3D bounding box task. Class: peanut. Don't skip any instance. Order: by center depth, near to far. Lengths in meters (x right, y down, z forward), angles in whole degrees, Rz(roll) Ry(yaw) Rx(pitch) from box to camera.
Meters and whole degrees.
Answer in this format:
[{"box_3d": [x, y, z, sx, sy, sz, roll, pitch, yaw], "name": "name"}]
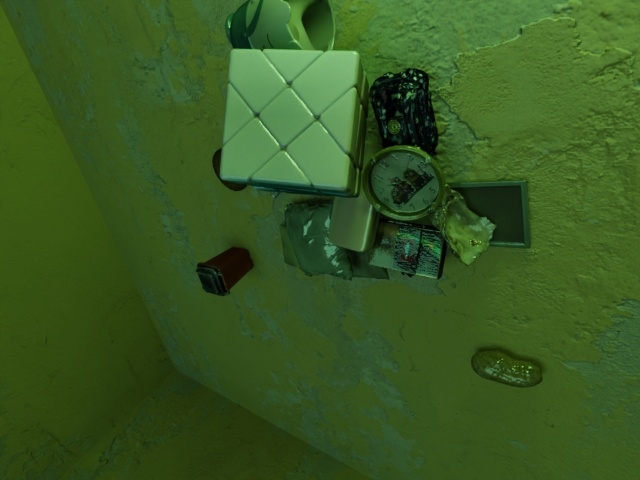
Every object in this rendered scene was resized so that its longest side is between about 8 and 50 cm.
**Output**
[{"box_3d": [0.628, 0.435, 1.375, 0.225, 0.095, 0.108, 10, 124, 32], "name": "peanut"}]

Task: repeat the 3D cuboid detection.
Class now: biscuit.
[{"box_3d": [-0.371, -0.291, 1.672, 0.187, 0.027, 0.188, 21, 133, 24], "name": "biscuit"}, {"box_3d": [-0.106, 0.025, 1.692, 0.121, 0.040, 0.200, 19, 130, 30], "name": "biscuit"}]

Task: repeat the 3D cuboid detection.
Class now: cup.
[{"box_3d": [-0.089, -0.552, 1.132, 0.257, 0.220, 0.289, 1, 154, 39], "name": "cup"}]

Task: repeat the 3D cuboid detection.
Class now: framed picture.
[{"box_3d": [0.460, -0.076, 1.180, 0.274, 0.017, 0.217, 5, 124, 36], "name": "framed picture"}]

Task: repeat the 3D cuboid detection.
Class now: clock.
[{"box_3d": [0.234, -0.163, 1.133, 0.236, 0.057, 0.237, 15, 132, 17], "name": "clock"}]

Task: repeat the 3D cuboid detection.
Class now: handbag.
[{"box_3d": [0.233, -0.329, 1.098, 0.161, 0.113, 0.261, 1, 126, 33], "name": "handbag"}]

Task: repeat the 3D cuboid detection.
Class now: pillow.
[{"box_3d": [0.152, 0.076, 1.488, 0.229, 0.050, 0.149, -2, 112, 60], "name": "pillow"}, {"box_3d": [0.000, 0.000, 1.490, 0.283, 0.138, 0.311, -4, 104, 48], "name": "pillow"}]

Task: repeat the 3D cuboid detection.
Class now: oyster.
[{"box_3d": [0.387, -0.049, 1.162, 0.233, 0.161, 0.107, 58, 153, -2], "name": "oyster"}]

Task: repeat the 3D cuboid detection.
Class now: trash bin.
[{"box_3d": [-0.432, 0.137, 1.892, 0.184, 0.238, 0.162, 8, 123, 37], "name": "trash bin"}]

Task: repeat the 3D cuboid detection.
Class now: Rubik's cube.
[{"box_3d": [-0.048, -0.287, 1.073, 0.320, 0.316, 0.320, 6, 93, 10], "name": "Rubik's cube"}]

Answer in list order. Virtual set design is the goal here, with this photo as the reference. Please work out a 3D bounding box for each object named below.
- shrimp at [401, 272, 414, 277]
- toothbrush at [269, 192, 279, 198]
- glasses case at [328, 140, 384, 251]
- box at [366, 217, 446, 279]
[{"box_3d": [0.262, 0.031, 1.399, 0.219, 0.046, 0.152, 44, 141, 4], "name": "shrimp"}, {"box_3d": [-0.115, -0.241, 1.508, 0.029, 0.025, 0.307, 42, 139, -8], "name": "toothbrush"}, {"box_3d": [0.121, -0.140, 1.267, 0.143, 0.076, 0.337, 19, 107, 29], "name": "glasses case"}, {"box_3d": [0.275, 0.020, 1.288, 0.239, 0.071, 0.160, 10, 98, 27], "name": "box"}]
